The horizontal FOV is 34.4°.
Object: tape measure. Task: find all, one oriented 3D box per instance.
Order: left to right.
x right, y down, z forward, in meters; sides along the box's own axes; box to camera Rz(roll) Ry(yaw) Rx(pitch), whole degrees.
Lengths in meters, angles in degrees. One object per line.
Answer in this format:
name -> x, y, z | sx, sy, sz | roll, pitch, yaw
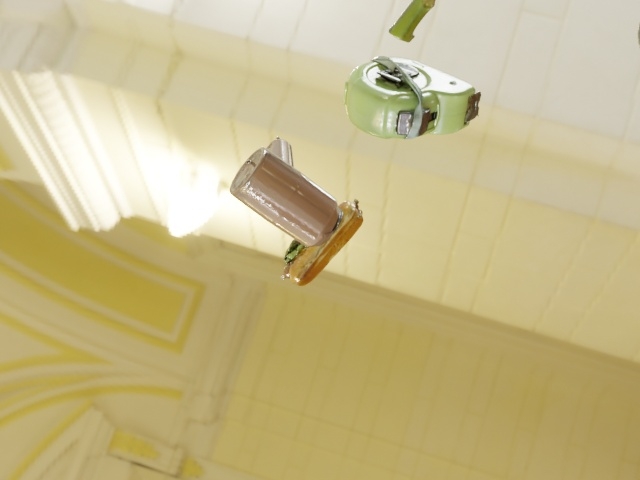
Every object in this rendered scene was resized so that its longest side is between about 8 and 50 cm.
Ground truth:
tape measure -> 0.127, -0.232, 1.656 | 0.175, 0.200, 0.106 | -28, -41, -38

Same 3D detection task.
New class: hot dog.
hot dog -> 0.000, 0.000, 1.240 | 0.133, 0.041, 0.056 | -48, -21, 2

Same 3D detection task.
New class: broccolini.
broccolini -> 0.222, -0.452, 1.479 | 0.392, 0.079, 0.074 | -53, -31, 9

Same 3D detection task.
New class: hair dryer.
hair dryer -> -0.039, -0.072, 1.151 | 0.064, 0.117, 0.182 | -48, 21, 19

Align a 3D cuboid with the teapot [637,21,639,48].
teapot -> 0.313, -0.144, 0.805 | 0.200, 0.077, 0.107 | 20, -96, -55
